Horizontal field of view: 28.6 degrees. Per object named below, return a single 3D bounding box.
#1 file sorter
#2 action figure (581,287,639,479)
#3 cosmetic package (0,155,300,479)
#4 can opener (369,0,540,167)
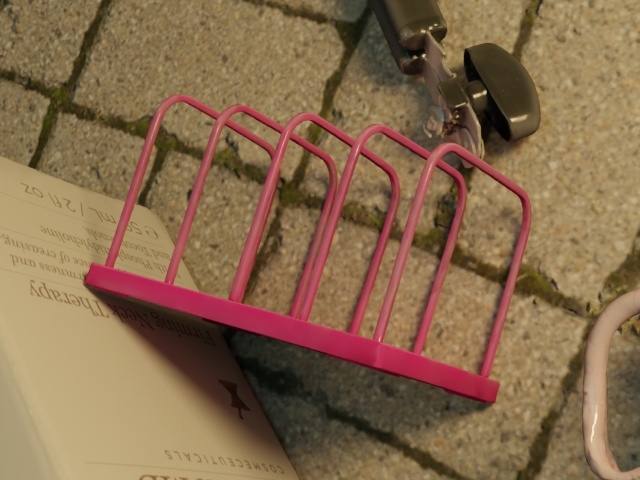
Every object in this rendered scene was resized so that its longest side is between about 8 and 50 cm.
[{"bbox_3d":[0.000,0.000,1.036,0.291,0.202,0.182,13,83,34],"label":"file sorter"},{"bbox_3d":[0.347,0.028,0.714,0.370,0.276,0.248,155,114,-72],"label":"action figure"},{"bbox_3d":[-0.270,0.180,1.084,0.327,0.329,0.393,-41,60,17],"label":"cosmetic package"},{"bbox_3d":[0.100,-0.186,1.111,0.093,0.074,0.280,-20,64,-11],"label":"can opener"}]
